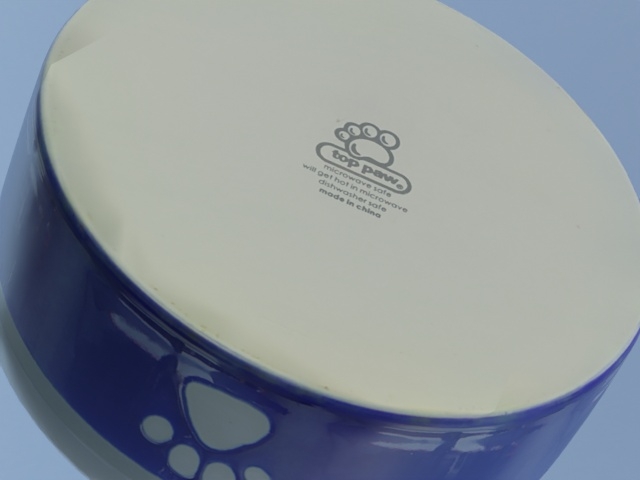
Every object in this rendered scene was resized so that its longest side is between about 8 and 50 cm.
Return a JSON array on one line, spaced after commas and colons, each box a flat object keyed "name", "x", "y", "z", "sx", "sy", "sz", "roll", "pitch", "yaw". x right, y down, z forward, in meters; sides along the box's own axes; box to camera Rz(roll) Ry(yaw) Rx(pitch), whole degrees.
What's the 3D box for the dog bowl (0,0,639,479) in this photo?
[{"name": "dog bowl", "x": 0.000, "y": 0.000, "z": 0.620, "sx": 0.265, "sy": 0.265, "sz": 0.104, "roll": 53, "pitch": -42, "yaw": 26}]
